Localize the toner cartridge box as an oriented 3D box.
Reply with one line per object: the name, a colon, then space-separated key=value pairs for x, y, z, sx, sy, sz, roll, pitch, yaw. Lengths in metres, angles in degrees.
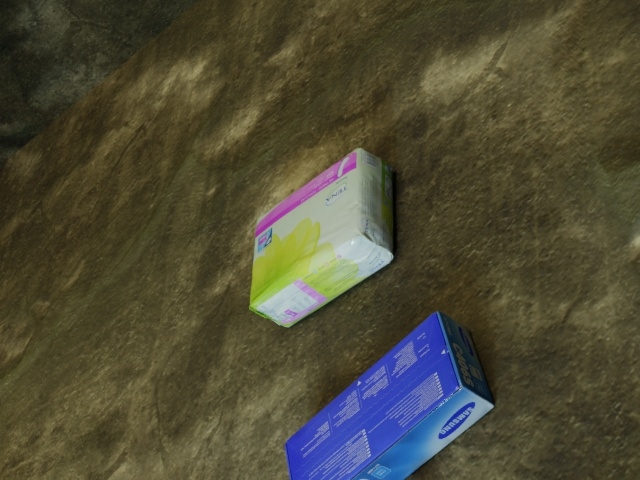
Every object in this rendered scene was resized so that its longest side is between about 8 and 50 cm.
toner cartridge box: x=0.094 y=0.277 z=1.898 sx=0.348 sy=0.075 sz=0.165 roll=-43 pitch=35 yaw=23

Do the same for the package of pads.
package of pads: x=0.000 y=0.000 z=2.257 sx=0.296 sy=0.101 sz=0.229 roll=-35 pitch=37 yaw=34
